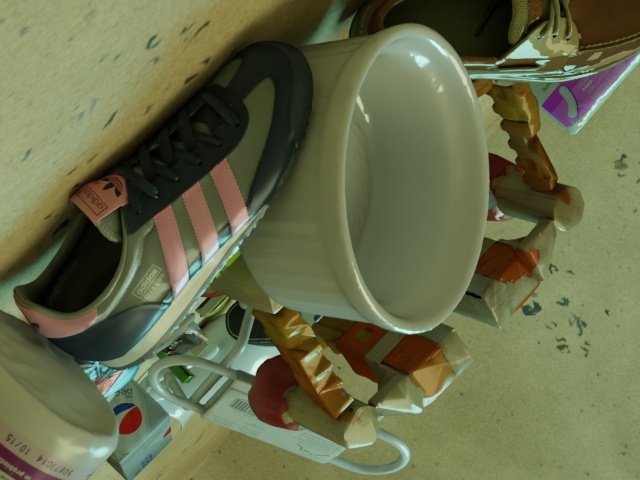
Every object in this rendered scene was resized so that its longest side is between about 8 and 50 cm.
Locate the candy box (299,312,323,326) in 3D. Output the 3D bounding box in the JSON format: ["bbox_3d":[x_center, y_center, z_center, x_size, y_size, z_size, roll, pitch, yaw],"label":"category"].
[{"bbox_3d":[0.000,0.000,1.874,0.071,0.159,0.233,-53,171,32],"label":"candy box"}]

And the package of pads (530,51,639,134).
[{"bbox_3d":[0.304,-0.300,1.683,0.296,0.229,0.101,-53,173,38],"label":"package of pads"}]

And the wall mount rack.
[{"bbox_3d":[-0.061,0.200,1.834,0.304,0.350,0.130,-47,-155,50],"label":"wall mount rack"}]

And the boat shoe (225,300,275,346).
[{"bbox_3d":[-0.029,0.093,2.009,0.285,0.103,0.092,-8,172,35],"label":"boat shoe"}]

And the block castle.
[{"bbox_3d":[0.062,-0.015,1.616,0.453,0.303,0.213,-44,-144,-22],"label":"block castle"}]

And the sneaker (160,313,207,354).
[{"bbox_3d":[-0.191,0.130,1.907,0.065,0.061,0.158,-37,170,-8],"label":"sneaker"}]

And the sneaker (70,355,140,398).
[{"bbox_3d":[-0.265,0.123,1.381,0.262,0.104,0.125,-47,161,-47],"label":"sneaker"}]

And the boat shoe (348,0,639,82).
[{"bbox_3d":[0.193,-0.213,1.408,0.324,0.123,0.120,-11,179,-6],"label":"boat shoe"}]

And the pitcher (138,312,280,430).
[{"bbox_3d":[-0.169,0.190,2.175,0.207,0.125,0.178,-35,160,5],"label":"pitcher"}]

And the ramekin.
[{"bbox_3d":[0.035,-0.056,1.315,0.135,0.277,0.277,2,-157,32],"label":"ramekin"}]

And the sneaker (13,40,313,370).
[{"bbox_3d":[-0.128,-0.039,1.180,0.131,0.112,0.319,28,96,-51],"label":"sneaker"}]

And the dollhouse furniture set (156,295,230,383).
[{"bbox_3d":[-0.163,0.132,2.067,0.152,0.058,0.076,-46,173,1],"label":"dollhouse furniture set"}]

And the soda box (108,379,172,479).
[{"bbox_3d":[-0.276,0.270,2.048,0.098,0.091,0.286,-45,173,-14],"label":"soda box"}]

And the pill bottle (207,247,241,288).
[{"bbox_3d":[-0.144,0.012,1.331,0.184,0.103,0.103,-46,173,0],"label":"pill bottle"}]

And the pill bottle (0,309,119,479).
[{"bbox_3d":[-0.319,0.212,1.162,0.301,0.169,0.169,-47,173,6],"label":"pill bottle"}]

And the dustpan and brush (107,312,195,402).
[{"bbox_3d":[-0.230,0.144,1.735,0.211,0.060,0.147,-49,172,22],"label":"dustpan and brush"}]
